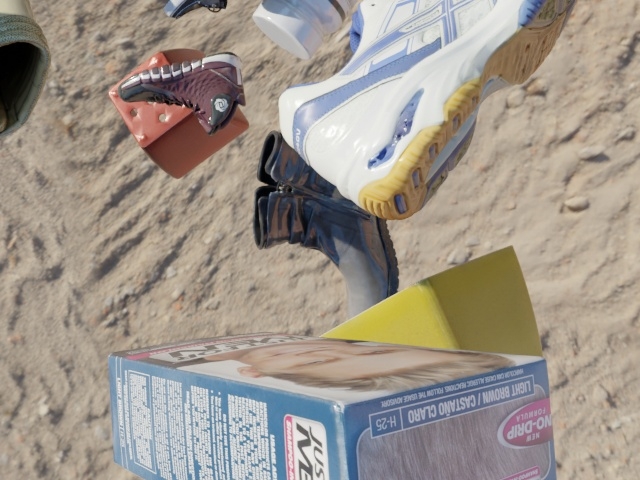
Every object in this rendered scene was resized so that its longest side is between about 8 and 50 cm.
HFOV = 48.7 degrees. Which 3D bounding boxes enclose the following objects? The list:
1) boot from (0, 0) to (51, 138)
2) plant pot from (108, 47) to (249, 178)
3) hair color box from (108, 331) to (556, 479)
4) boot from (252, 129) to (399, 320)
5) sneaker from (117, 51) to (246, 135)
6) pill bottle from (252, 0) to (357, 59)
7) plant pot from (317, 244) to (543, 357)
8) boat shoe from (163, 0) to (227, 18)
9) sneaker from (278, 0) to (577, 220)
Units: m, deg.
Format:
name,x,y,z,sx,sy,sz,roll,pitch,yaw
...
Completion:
name,x,y,z,sx,sy,sz,roll,pitch,yaw
boot,-0.369,-0.166,0.695,0.262,0.203,0.095,-35,148,16
plant pot,-0.395,-0.348,1.868,0.267,0.236,0.267,-34,83,11
hair color box,-0.019,0.135,0.539,0.347,0.174,0.105,-5,89,54
boot,0.000,0.000,1.090,0.222,0.118,0.338,-5,99,-23
sneaker,-0.294,-0.299,1.540,0.281,0.106,0.163,-14,93,5
pill bottle,0.004,-0.498,1.335,0.161,0.161,0.283,34,89,-9
plant pot,0.149,0.149,0.860,0.212,0.212,0.187,-35,77,41
boat shoe,-0.206,-0.495,1.402,0.228,0.080,0.076,-30,104,16
sneaker,0.091,-0.157,0.516,0.131,0.296,0.112,35,160,21
